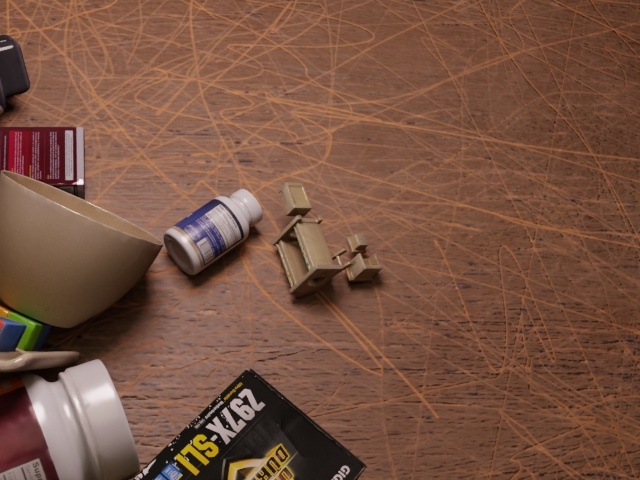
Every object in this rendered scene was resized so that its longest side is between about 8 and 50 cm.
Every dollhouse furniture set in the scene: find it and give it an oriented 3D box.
[{"bbox_3d":[0.000,0.000,1.815,0.161,0.101,0.182,2,57,-39],"label":"dollhouse furniture set"}]

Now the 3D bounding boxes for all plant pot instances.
[{"bbox_3d":[-0.426,0.030,1.614,0.284,0.284,0.191,25,90,3],"label":"plant pot"}]

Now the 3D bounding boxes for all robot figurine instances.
[{"bbox_3d":[-0.673,-0.290,1.771,0.278,0.209,0.174,-19,79,-21],"label":"robot figurine"}]

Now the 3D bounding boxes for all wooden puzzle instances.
[{"bbox_3d":[-0.553,0.109,1.492,0.347,0.322,0.081,20,85,2],"label":"wooden puzzle"}]

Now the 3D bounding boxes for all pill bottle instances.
[{"bbox_3d":[-0.479,0.327,1.437,0.392,0.224,0.224,-19,67,-21],"label":"pill bottle"},{"bbox_3d":[-0.188,-0.020,1.765,0.169,0.094,0.094,-36,73,-27],"label":"pill bottle"}]

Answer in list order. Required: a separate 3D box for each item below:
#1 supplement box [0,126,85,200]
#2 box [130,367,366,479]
[{"bbox_3d":[-0.544,-0.133,1.769,0.239,0.073,0.130,-1,61,-13],"label":"supplement box"},{"bbox_3d":[-0.120,0.384,1.526,0.257,0.079,0.322,38,48,12],"label":"box"}]
